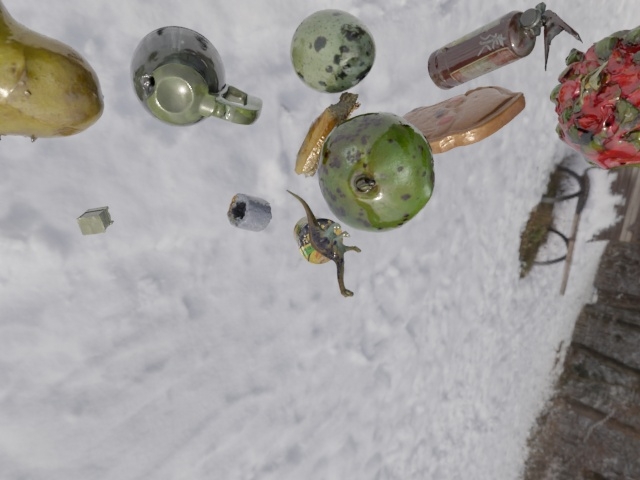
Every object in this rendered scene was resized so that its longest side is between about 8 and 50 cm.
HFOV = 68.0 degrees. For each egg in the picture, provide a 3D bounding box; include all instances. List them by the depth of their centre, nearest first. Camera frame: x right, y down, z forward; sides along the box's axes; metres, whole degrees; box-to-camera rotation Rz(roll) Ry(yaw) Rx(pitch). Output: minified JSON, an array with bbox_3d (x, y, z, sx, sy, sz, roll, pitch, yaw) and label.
[{"bbox_3d":[0.032,-0.415,1.047,0.177,0.228,0.177,-14,114,-33],"label":"egg"}]

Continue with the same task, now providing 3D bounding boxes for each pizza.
[{"bbox_3d":[0.022,-0.266,1.112,0.189,0.071,0.297,-59,179,34],"label":"pizza"}]

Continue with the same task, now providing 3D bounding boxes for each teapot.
[{"bbox_3d":[-0.326,-0.364,1.200,0.239,0.239,0.321,-40,124,13],"label":"teapot"}]

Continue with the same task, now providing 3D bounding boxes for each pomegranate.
[{"bbox_3d":[0.107,-0.124,0.857,0.263,0.210,0.211,-33,130,-65],"label":"pomegranate"}]

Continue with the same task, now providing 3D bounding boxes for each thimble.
[{"bbox_3d":[-0.260,-0.101,1.743,0.117,0.151,0.127,14,107,-42],"label":"thimble"}]

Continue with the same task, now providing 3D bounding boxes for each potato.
[{"bbox_3d":[-0.728,-0.455,1.200,0.295,0.290,0.397,-11,110,-19],"label":"potato"}]

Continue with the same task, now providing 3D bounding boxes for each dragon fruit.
[{"bbox_3d":[0.578,-0.251,0.864,0.237,0.302,0.231,114,-14,-64],"label":"dragon fruit"}]

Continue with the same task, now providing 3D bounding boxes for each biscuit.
[{"bbox_3d":[0.377,-0.358,1.434,0.078,0.455,0.350,59,42,-27],"label":"biscuit"}]

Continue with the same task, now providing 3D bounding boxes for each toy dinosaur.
[{"bbox_3d":[0.014,-0.006,0.676,0.058,0.180,0.037,-24,153,-17],"label":"toy dinosaur"}]

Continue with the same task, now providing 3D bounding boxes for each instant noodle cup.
[{"bbox_3d":[-0.015,-0.014,1.526,0.151,0.122,0.152,-6,111,-16],"label":"instant noodle cup"}]

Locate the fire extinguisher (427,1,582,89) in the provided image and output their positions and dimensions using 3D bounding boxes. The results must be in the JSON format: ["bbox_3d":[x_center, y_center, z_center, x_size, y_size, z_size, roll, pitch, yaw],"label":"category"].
[{"bbox_3d":[0.295,-0.302,0.764,0.075,0.252,0.106,-22,99,-34],"label":"fire extinguisher"}]

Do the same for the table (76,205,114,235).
[{"bbox_3d":[-0.733,-0.065,1.551,0.083,0.079,0.062,-92,173,-65],"label":"table"}]
